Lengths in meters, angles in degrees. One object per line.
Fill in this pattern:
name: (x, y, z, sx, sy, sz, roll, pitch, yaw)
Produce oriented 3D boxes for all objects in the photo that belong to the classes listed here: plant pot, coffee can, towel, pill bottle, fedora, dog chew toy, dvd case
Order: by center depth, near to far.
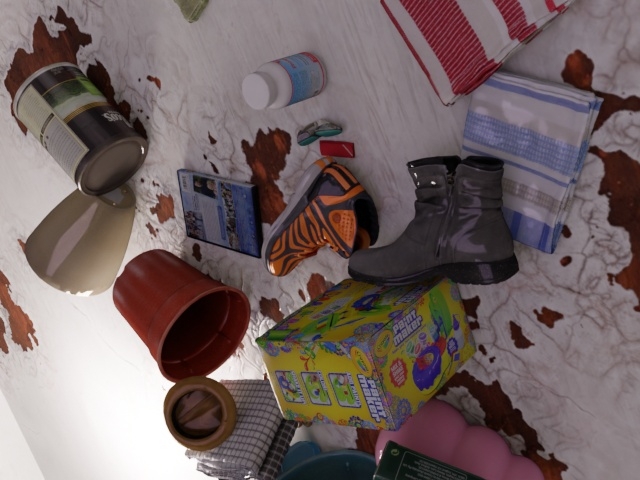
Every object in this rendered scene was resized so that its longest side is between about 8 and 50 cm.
towel: (0.242, -0.387, 1.083, 0.329, 0.037, 0.237, -40, 74, 45)
towel: (0.321, -0.131, 1.170, 0.209, 0.034, 0.284, 26, 127, 30)
pill bottle: (-0.068, -0.294, 1.335, 0.087, 0.160, 0.087, 19, 123, 33)
dog chew toy: (0.277, 0.441, 1.395, 0.332, 0.207, 0.206, 20, 124, 24)
towel: (-0.265, -0.534, 1.479, 0.110, 0.027, 0.148, 55, 135, 6)
plant pot: (0.059, 0.729, 1.657, 0.341, 0.341, 0.334, 1, 120, 41)
dvd case: (-0.238, -0.066, 1.701, 0.253, 0.022, 0.180, 15, 121, 35)
fedora: (-0.282, 0.408, 1.722, 0.195, 0.079, 0.194, 1, 94, 14)
towel: (-0.181, 0.469, 1.757, 0.284, 0.235, 0.121, -12, 134, 45)
coffee can: (-0.592, -0.275, 1.774, 0.275, 0.202, 0.201, 46, 134, 13)
plant pot: (-0.362, 0.168, 1.778, 0.265, 0.272, 0.272, 33, 130, 34)
plant pot: (-0.609, -0.034, 1.909, 0.256, 0.256, 0.274, 48, 121, 12)

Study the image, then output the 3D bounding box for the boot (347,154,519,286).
boot: (0.181, -0.040, 1.268, 0.338, 0.118, 0.222, -5, 106, 34)

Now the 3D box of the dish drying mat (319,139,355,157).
dish drying mat: (0.032, -0.180, 1.415, 0.083, 0.008, 0.032, 10, 119, 38)

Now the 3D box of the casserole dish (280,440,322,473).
casserole dish: (-0.041, 0.588, 1.809, 0.037, 0.114, 0.188, 8, 119, 61)

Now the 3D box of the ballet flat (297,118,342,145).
ballet flat: (-0.004, -0.218, 1.408, 0.114, 0.041, 0.041, -12, 103, 43)

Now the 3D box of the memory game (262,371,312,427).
memory game: (-0.077, 0.389, 1.801, 0.186, 0.012, 0.186, 20, 124, 33)

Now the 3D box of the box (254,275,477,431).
box: (0.089, 0.199, 1.360, 0.279, 0.290, 0.176, -8, 106, 44)

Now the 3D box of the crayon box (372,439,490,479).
crayon box: (0.185, 0.522, 1.326, 0.203, 0.083, 0.322, 19, 135, 13)

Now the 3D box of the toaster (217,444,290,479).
toaster: (-0.146, 0.583, 1.837, 0.129, 0.227, 0.146, -7, 127, 42)

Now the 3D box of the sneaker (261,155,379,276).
sneaker: (0.000, 0.000, 1.453, 0.180, 0.125, 0.321, 44, 133, 17)
